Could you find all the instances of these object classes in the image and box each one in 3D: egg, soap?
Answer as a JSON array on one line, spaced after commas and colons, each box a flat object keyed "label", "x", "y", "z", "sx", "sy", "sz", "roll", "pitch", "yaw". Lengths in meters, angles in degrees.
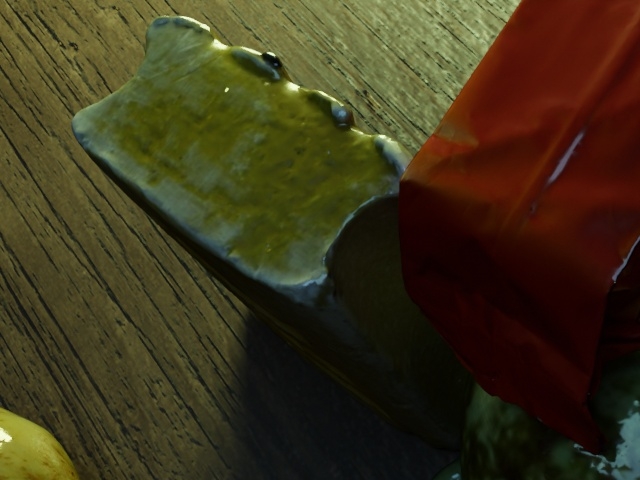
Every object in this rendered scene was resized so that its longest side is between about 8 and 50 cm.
[{"label": "egg", "x": 0.211, "y": 0.143, "z": 1.013, "sx": 0.238, "sy": 0.238, "sz": 0.289, "roll": -32, "pitch": 45, "yaw": 6}, {"label": "soap", "x": 0.000, "y": 0.000, "z": 1.154, "sx": 0.156, "sy": 0.335, "sz": 0.293, "roll": -48, "pitch": 56, "yaw": -6}]

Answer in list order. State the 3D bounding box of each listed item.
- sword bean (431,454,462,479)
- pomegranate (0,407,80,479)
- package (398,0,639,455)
[{"label": "sword bean", "x": 0.160, "y": 0.136, "z": 1.163, "sx": 0.038, "sy": 0.043, "sz": 0.269, "roll": 39, "pitch": 83, "yaw": 16}, {"label": "pomegranate", "x": -0.304, "y": 0.242, "z": 1.230, "sx": 0.215, "sy": 0.215, "sz": 0.215, "roll": -13, "pitch": 56, "yaw": 20}, {"label": "package", "x": 0.212, "y": -0.090, "z": 0.926, "sx": 0.196, "sy": 0.123, "sz": 0.424, "roll": 29, "pitch": 82, "yaw": 45}]
